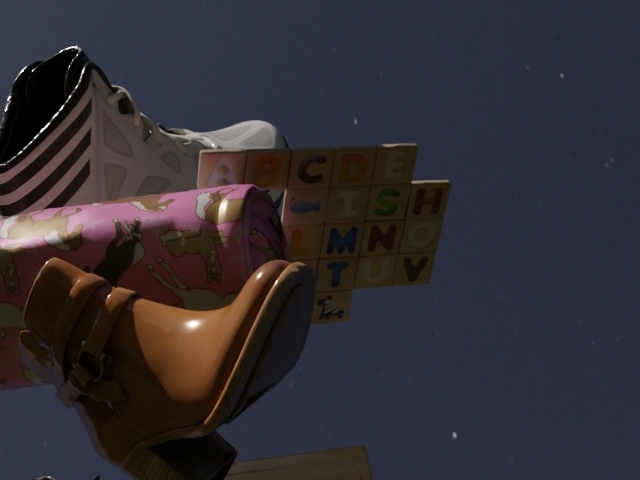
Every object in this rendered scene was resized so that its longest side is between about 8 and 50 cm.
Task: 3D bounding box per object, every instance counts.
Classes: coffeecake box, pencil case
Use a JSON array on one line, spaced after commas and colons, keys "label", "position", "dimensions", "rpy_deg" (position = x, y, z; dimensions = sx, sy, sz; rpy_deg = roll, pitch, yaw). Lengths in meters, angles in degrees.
[{"label": "coffeecake box", "position": [-0.033, 0.243, 0.855], "dimensions": [0.142, 0.068, 0.185], "rpy_deg": [-6, -39, -8]}, {"label": "pencil case", "position": [-0.217, 0.056, 0.914], "dimensions": [0.386, 0.160, 0.167], "rpy_deg": [-7, -86, 6]}]

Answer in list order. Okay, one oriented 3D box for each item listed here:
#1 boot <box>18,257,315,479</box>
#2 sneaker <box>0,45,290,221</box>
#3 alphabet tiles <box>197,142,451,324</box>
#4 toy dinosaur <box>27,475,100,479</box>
[{"label": "boot", "position": [-0.098, 0.054, 0.626], "dimensions": [0.152, 0.073, 0.197], "rpy_deg": [39, -60, 15]}, {"label": "sneaker", "position": [-0.191, -0.114, 1.253], "dimensions": [0.169, 0.447, 0.258], "rpy_deg": [7, -61, 33]}, {"label": "alphabet tiles", "position": [0.000, 0.000, 1.003], "dimensions": [0.237, 0.009, 0.198], "rpy_deg": [-3, -54, -16]}, {"label": "toy dinosaur", "position": [-0.333, 0.323, 1.332], "dimensions": [0.118, 0.064, 0.268], "rpy_deg": [4, -20, -13]}]
